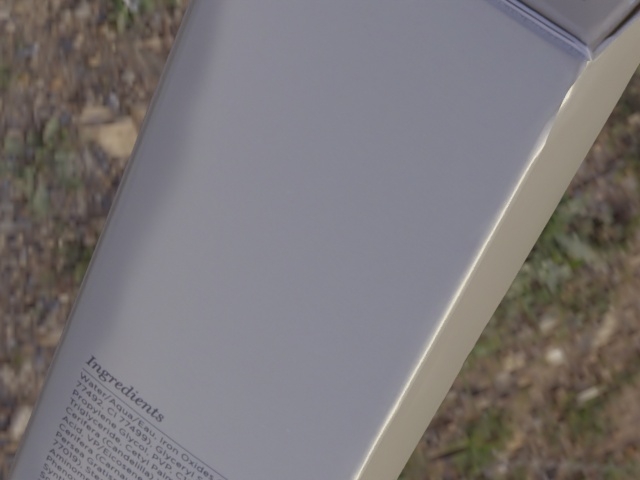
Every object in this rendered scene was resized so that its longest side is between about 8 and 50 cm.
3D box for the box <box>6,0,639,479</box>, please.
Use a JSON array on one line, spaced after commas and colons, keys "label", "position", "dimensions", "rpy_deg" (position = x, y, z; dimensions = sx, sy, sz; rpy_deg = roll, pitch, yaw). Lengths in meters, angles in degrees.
[{"label": "box", "position": [0.000, 0.000, 0.609], "dimensions": [0.113, 0.094, 0.275], "rpy_deg": [36, 130, 11]}]
